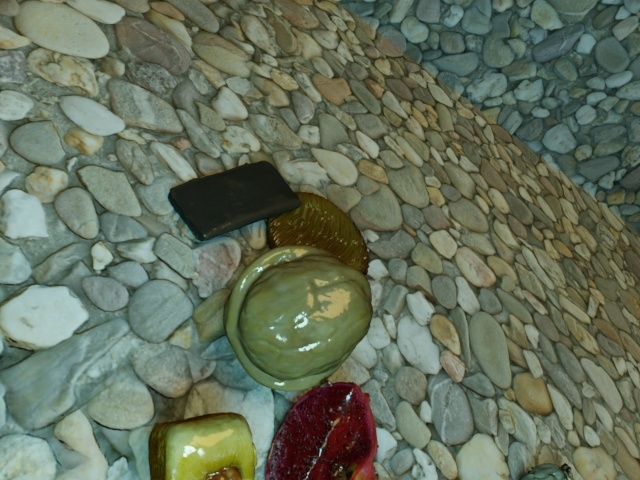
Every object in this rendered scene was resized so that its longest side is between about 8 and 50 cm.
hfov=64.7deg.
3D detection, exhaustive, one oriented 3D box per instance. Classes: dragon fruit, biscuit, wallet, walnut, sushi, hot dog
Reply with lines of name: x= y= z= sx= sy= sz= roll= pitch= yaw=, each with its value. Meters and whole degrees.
dragon fruit: x=0.016 y=0.415 z=0.962 sx=0.211 sy=0.134 sz=0.262 roll=45 pitch=65 yaw=-25
biscuit: x=0.000 y=0.000 z=1.333 sx=0.318 sy=0.040 sz=0.317 roll=23 pitch=45 yaw=-25
wallet: x=-0.201 y=-0.101 z=1.219 sx=0.310 sy=0.042 sz=0.165 roll=-26 pitch=67 yaw=-41
walnut: x=-0.052 y=0.148 z=0.988 sx=0.285 sy=0.296 sz=0.284 roll=0 pitch=91 yaw=-26
sushi: x=0.521 y=0.637 z=1.174 sx=0.332 sy=0.124 sz=0.129 roll=-13 pitch=86 yaw=-57
hot dog: x=-0.182 y=0.344 z=0.753 sx=0.151 sy=0.257 sz=0.153 roll=-4 pitch=74 yaw=-26
